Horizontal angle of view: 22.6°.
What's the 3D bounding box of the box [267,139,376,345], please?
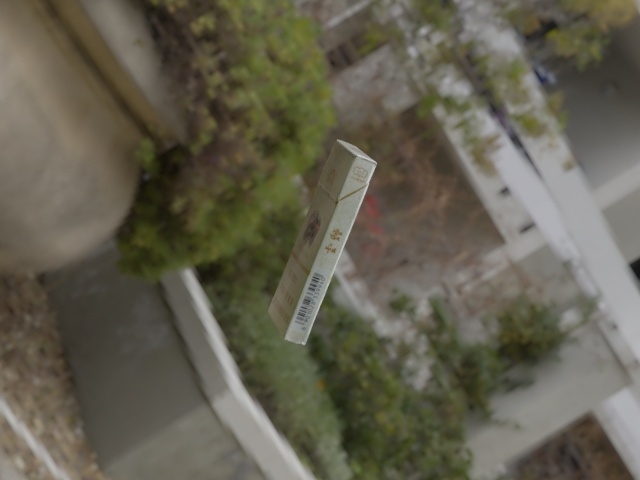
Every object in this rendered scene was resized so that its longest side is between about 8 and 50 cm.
[{"bbox_3d":[0.000,0.000,1.373,0.024,0.167,0.090,20,8,-14],"label":"box"}]
